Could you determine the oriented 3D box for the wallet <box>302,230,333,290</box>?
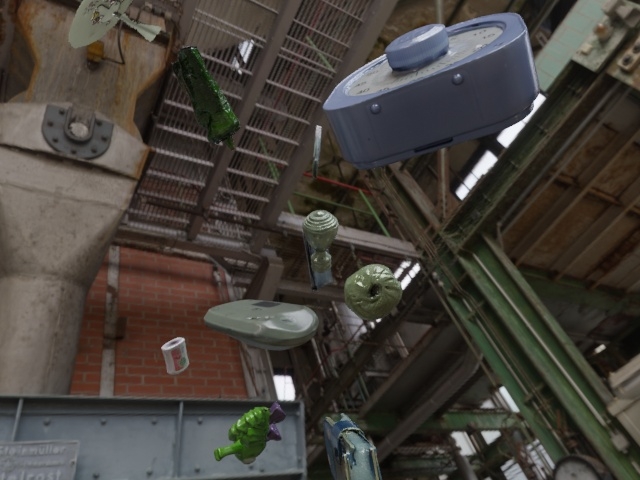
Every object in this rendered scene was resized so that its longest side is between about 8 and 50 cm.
[{"bbox_3d":[-0.007,0.061,1.681,0.036,0.222,0.167,-6,3,22],"label":"wallet"}]

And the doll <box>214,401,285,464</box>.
[{"bbox_3d":[-0.109,0.303,0.725,0.115,0.050,0.190,-24,-32,-31],"label":"doll"}]

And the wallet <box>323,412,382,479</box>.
[{"bbox_3d":[0.054,0.381,0.784,0.059,0.141,0.202,-10,-4,-9],"label":"wallet"}]

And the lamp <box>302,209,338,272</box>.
[{"bbox_3d":[0.000,0.000,1.368,0.106,0.106,0.193,-9,-58,-13],"label":"lamp"}]

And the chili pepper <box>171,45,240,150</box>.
[{"bbox_3d":[-0.296,-0.365,1.232,0.099,0.136,0.270,-33,-75,-35],"label":"chili pepper"}]

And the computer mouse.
[{"bbox_3d":[-0.149,0.208,1.139,0.197,0.331,0.095,-4,-87,-42],"label":"computer mouse"}]

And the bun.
[{"bbox_3d":[0.193,0.200,1.717,0.221,0.108,0.221,-1,-72,-2],"label":"bun"}]

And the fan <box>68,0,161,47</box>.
[{"bbox_3d":[-0.421,-0.468,0.965,0.233,0.414,0.012,-50,-38,4],"label":"fan"}]

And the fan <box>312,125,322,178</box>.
[{"bbox_3d":[-0.011,-0.257,1.309,0.023,0.282,0.057,3,-56,0],"label":"fan"}]

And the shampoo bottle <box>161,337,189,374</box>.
[{"bbox_3d":[-0.421,0.343,1.356,0.072,0.043,0.099,-26,-65,-52],"label":"shampoo bottle"}]

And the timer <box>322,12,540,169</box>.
[{"bbox_3d":[0.204,-0.316,0.900,0.395,0.395,0.173,-27,-63,3],"label":"timer"}]
